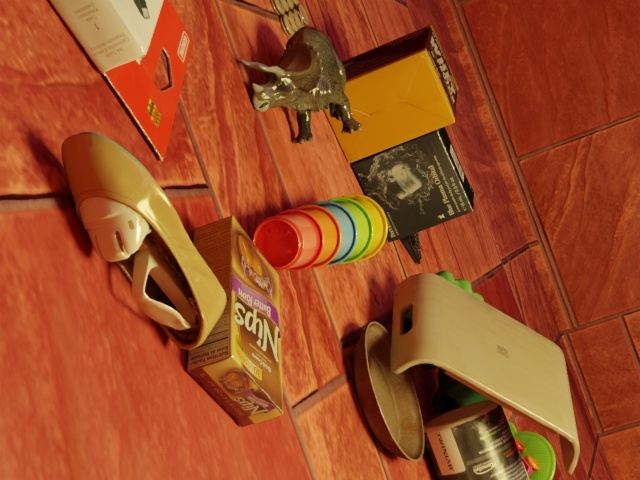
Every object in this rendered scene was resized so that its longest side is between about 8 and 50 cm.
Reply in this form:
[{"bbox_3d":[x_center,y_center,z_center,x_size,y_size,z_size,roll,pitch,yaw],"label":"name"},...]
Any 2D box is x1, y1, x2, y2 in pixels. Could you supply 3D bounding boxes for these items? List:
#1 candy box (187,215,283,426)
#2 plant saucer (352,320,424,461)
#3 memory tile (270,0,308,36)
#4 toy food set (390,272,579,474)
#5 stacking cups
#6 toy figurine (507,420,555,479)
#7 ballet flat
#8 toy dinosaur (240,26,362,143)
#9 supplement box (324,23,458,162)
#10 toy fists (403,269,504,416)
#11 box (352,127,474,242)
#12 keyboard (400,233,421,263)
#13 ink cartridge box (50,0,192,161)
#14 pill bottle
[{"bbox_3d":[-0.084,0.080,1.155,0.109,0.053,0.186,55,24,-42],"label":"candy box"},{"bbox_3d":[0.088,0.210,1.564,0.198,0.036,0.198,58,20,-34],"label":"plant saucer"},{"bbox_3d":[-0.057,-0.390,1.851,0.113,0.012,0.148,66,17,-13],"label":"memory tile"},{"bbox_3d":[0.238,0.192,1.664,0.306,0.092,0.219,30,29,-11],"label":"toy food set"},{"bbox_3d":[0.000,0.000,1.456,0.096,0.096,0.316,70,20,0],"label":"stacking cups"},{"bbox_3d":[0.299,0.348,1.967,0.159,0.130,0.173,39,11,-42],"label":"toy figurine"},{"bbox_3d":[-0.152,0.008,0.992,0.232,0.080,0.073,55,37,-36],"label":"ballet flat"},{"bbox_3d":[-0.008,-0.242,1.650,0.313,0.121,0.160,-71,151,-59],"label":"toy dinosaur"},{"bbox_3d":[0.119,-0.249,1.923,0.194,0.191,0.129,-71,138,-66],"label":"supplement box"},{"bbox_3d":[0.220,0.180,1.835,0.142,0.096,0.279,-39,113,-29],"label":"toy fists"},{"bbox_3d":[0.158,-0.102,1.930,0.156,0.158,0.093,64,17,-18],"label":"box"},{"bbox_3d":[0.157,-0.052,2.108,0.108,0.023,0.180,54,22,-41],"label":"keyboard"},{"bbox_3d":[-0.188,-0.254,1.208,0.239,0.060,0.275,57,21,-32],"label":"ink cartridge box"},{"bbox_3d":[0.249,0.374,1.711,0.245,0.130,0.130,70,17,2],"label":"pill bottle"}]
